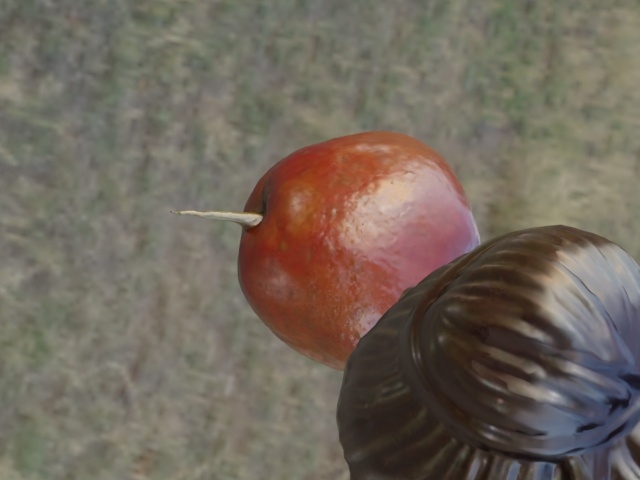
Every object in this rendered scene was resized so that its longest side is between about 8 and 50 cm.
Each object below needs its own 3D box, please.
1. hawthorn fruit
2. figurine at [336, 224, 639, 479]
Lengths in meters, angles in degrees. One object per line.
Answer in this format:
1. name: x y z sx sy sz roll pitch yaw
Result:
1. hawthorn fruit: 0.016 0.000 0.834 0.140 0.125 0.125 50 50 -24
2. figurine: 0.124 0.135 0.472 0.187 0.315 0.168 -39 174 6
